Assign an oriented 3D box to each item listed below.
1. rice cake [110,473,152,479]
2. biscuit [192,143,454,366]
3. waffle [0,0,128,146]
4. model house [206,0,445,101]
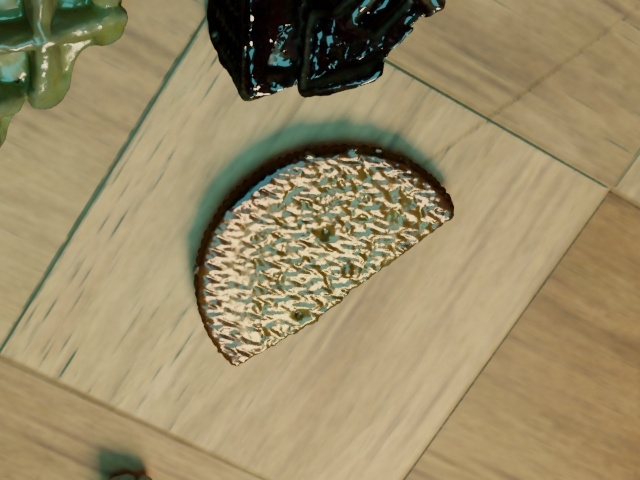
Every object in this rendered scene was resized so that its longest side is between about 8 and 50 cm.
[{"bbox_3d":[-0.142,0.294,1.431,0.042,0.045,0.245,-6,115,-10],"label":"rice cake"},{"bbox_3d":[-0.012,-0.004,1.328,0.206,0.025,0.126,-35,116,6],"label":"biscuit"},{"bbox_3d":[-0.251,-0.207,1.178,0.292,0.056,0.309,39,102,-22],"label":"waffle"},{"bbox_3d":[-0.013,-0.158,1.199,0.106,0.165,0.152,31,108,-38],"label":"model house"}]
